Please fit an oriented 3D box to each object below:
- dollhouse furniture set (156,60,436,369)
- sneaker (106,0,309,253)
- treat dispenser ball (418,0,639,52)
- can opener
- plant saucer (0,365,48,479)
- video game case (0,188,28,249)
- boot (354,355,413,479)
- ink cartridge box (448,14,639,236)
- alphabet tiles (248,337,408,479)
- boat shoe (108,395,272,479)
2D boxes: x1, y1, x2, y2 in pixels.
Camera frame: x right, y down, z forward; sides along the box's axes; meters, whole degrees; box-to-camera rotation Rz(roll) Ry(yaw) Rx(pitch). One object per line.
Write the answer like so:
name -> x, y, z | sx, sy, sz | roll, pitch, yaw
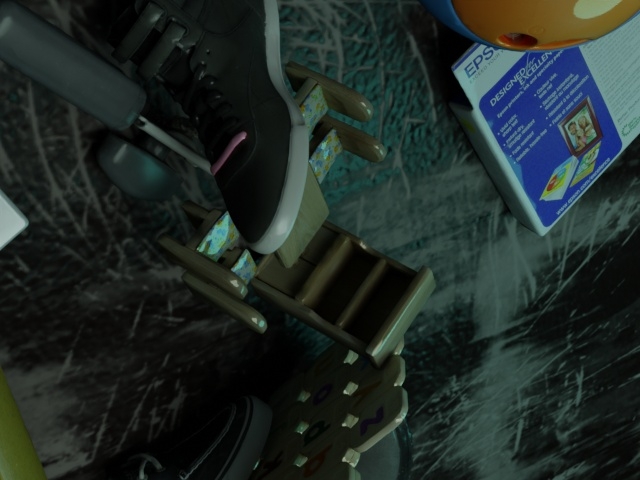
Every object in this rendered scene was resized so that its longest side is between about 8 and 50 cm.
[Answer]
dollhouse furniture set -> 0.000, 0.000, 1.190 | 0.212, 0.161, 0.242 | -55, 155, -16
sneaker -> -0.102, -0.121, 1.041 | 0.147, 0.295, 0.104 | 15, 139, -33
treat dispenser ball -> 0.195, -0.314, 1.134 | 0.288, 0.288, 0.288 | -20, 126, -30
can opener -> -0.193, -0.114, 1.079 | 0.093, 0.074, 0.280 | -53, 136, -1
plant saucer -> -0.373, 0.237, 1.013 | 0.333, 0.081, 0.332 | -24, 94, -28
video game case -> -0.373, -0.028, 0.951 | 0.206, 0.026, 0.227 | -43, 110, -12
boot -> -0.024, 0.298, 1.415 | 0.223, 0.118, 0.338 | -20, 133, -30
ink cartridge box -> 0.287, -0.206, 1.439 | 0.303, 0.072, 0.307 | -45, 133, -9
alphabet tiles -> -0.014, 0.209, 1.277 | 0.278, 0.284, 0.021 | -41, 110, 19
boat shoe -> -0.173, 0.269, 1.310 | 0.102, 0.108, 0.301 | 43, 81, -18
